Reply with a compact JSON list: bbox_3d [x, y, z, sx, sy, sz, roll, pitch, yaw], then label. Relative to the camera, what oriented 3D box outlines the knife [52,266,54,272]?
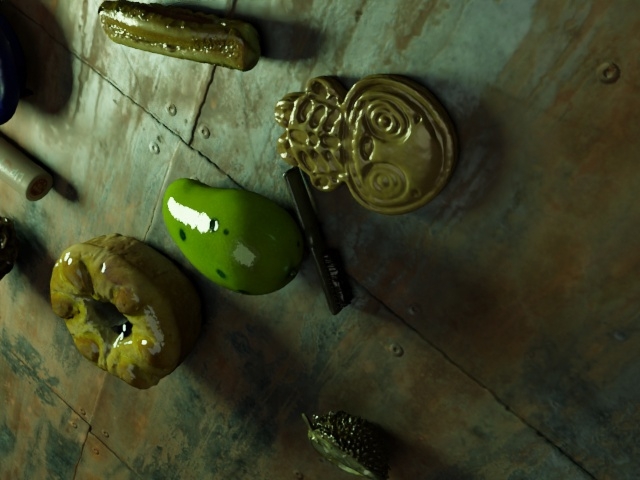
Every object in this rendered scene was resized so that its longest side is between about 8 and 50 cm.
[{"bbox_3d":[-0.548,0.122,1.580,0.166,0.022,0.078,25,132,24],"label":"knife"}]

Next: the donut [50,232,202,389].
[{"bbox_3d":[-0.381,0.133,1.377,0.299,0.150,0.317,-27,97,42],"label":"donut"}]

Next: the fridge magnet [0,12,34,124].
[{"bbox_3d":[-0.661,-0.348,1.332,0.265,0.113,0.265,16,123,27],"label":"fridge magnet"}]

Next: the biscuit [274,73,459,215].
[{"bbox_3d":[0.054,-0.140,0.984,0.289,0.044,0.202,17,124,25],"label":"biscuit"}]

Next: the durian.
[{"bbox_3d":[0.049,0.344,1.220,0.188,0.091,0.148,33,158,-10],"label":"durian"}]

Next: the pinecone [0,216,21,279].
[{"bbox_3d":[-0.788,0.019,1.591,0.208,0.208,0.207,17,124,28],"label":"pinecone"}]

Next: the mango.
[{"bbox_3d":[-0.152,-0.010,1.143,0.293,0.143,0.175,26,128,34],"label":"mango"}]

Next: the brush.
[{"bbox_3d":[0.000,0.000,1.102,0.036,0.043,0.248,-12,107,22],"label":"brush"}]

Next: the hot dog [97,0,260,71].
[{"bbox_3d":[-0.214,-0.317,1.060,0.289,0.068,0.083,18,147,22],"label":"hot dog"}]

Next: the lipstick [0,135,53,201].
[{"bbox_3d":[-0.676,-0.179,1.467,0.254,0.070,0.070,35,130,15],"label":"lipstick"}]
